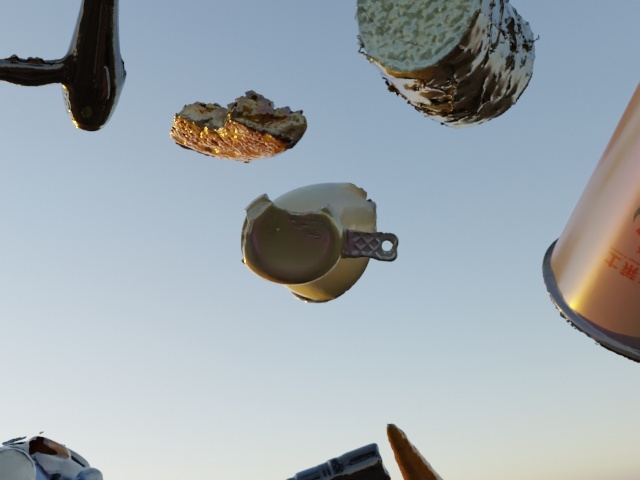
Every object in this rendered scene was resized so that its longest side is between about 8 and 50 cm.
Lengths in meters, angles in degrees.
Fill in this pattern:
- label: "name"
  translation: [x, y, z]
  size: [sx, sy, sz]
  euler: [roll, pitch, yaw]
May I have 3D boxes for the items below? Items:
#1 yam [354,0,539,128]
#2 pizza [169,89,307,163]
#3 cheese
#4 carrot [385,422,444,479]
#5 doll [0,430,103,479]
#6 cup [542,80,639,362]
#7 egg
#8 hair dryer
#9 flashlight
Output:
- label: "yam"
  translation: [0.206, -0.326, 0.969]
  size: [0.240, 0.241, 0.348]
  euler: [-23, -14, 26]
- label: "pizza"
  translation: [-0.151, -0.206, 1.087]
  size: [0.305, 0.086, 0.161]
  euler: [5, -23, 34]
- label: "cheese"
  translation: [0.000, 0.000, 1.088]
  size: [0.286, 0.164, 0.082]
  euler: [2, 0, -6]
- label: "carrot"
  translation: [0.170, 0.372, 0.850]
  size: [0.069, 0.069, 0.336]
  euler: [-23, -63, 25]
- label: "doll"
  translation: [-0.364, 0.297, 0.703]
  size: [0.215, 0.161, 0.257]
  euler: [1, -29, -8]
- label: "cup"
  translation: [0.322, -0.058, 0.503]
  size: [0.202, 0.203, 0.289]
  euler: [-6, -49, -8]
- label: "egg"
  translation: [-0.025, -0.012, 1.279]
  size: [0.286, 0.265, 0.174]
  euler: [-7, -22, 43]
- label: "hair dryer"
  translation: [-0.502, -0.323, 1.039]
  size: [0.359, 0.120, 0.304]
  euler: [-15, -41, -39]
- label: "flashlight"
  translation: [-0.058, 0.552, 1.308]
  size: [0.423, 0.103, 0.103]
  euler: [-17, -25, -8]
